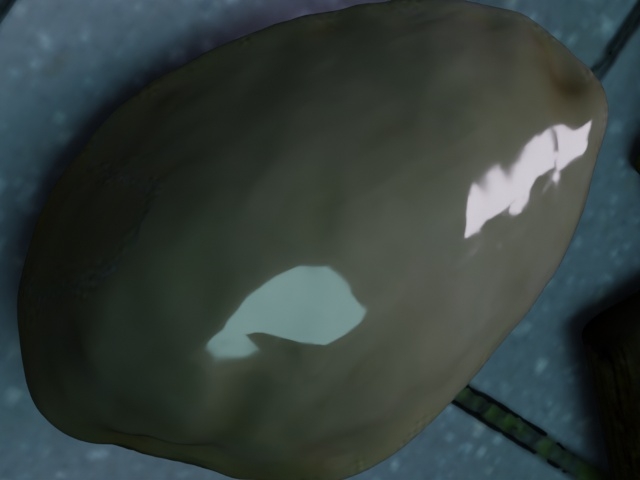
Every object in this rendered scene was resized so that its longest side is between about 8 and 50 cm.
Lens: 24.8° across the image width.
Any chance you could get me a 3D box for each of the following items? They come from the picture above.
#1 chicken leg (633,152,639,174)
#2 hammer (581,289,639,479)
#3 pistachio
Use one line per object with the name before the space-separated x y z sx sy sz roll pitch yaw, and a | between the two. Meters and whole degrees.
chicken leg | 0.180 -0.053 0.590 0.088 0.103 0.228 -34 100 -17
hammer | 0.183 0.208 0.689 0.242 0.095 0.409 -20 114 -17
pistachio | 0.000 0.000 0.505 0.223 0.126 0.152 -28 82 -14
